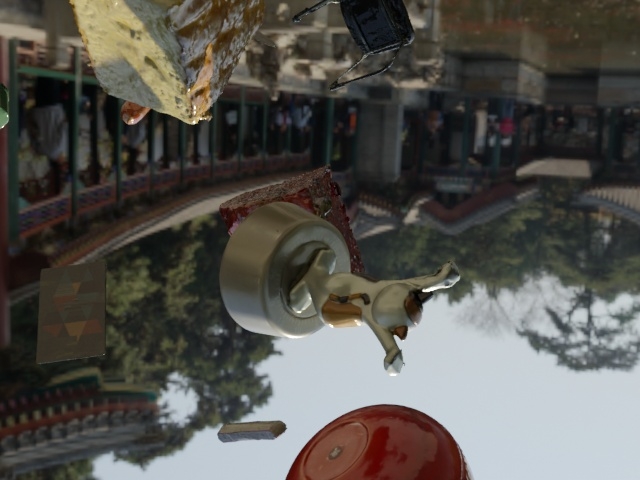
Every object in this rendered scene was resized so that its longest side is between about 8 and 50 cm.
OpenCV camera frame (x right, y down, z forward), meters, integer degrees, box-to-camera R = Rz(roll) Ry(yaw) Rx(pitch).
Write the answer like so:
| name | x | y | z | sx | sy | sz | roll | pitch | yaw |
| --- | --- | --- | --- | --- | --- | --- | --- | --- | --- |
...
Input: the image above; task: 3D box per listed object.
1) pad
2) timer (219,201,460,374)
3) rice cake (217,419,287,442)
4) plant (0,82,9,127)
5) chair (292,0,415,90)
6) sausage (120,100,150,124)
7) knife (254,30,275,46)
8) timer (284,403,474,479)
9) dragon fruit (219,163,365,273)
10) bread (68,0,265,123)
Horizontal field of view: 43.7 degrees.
| name | x | y | z | sx | sy | sz | roll | pitch | yaw |
| --- | --- | --- | --- | --- | --- | --- | --- | --- | --- |
| pad | -0.508 | 0.144 | 1.635 | 0.142 | 0.212 | 0.003 | -8 | 153 | -1 |
| timer | 0.024 | 0.061 | 0.960 | 0.175 | 0.175 | 0.266 | -6 | -164 | -43 |
| rice cake | -0.150 | 0.416 | 1.741 | 0.206 | 0.036 | 0.047 | -17 | -154 | 43 |
| plant | -0.403 | -0.181 | 0.961 | 0.051 | 0.051 | 0.102 | -3 | -128 | -32 |
| chair | 0.087 | -0.371 | 1.334 | 0.145 | 0.140 | 0.221 | -11 | -156 | 44 |
| sausage | -0.326 | -0.257 | 1.463 | 0.041 | 0.039 | 0.131 | 36 | -140 | -13 |
| knife | -0.128 | -0.388 | 1.493 | 0.023 | 0.010 | 0.170 | -34 | -135 | -15 |
| timer | 0.102 | 0.486 | 1.502 | 0.377 | 0.279 | 0.378 | -30 | -157 | 14 |
| dragon fruit | 0.000 | 0.000 | 1.505 | 0.240 | 0.330 | 0.302 | -45 | -165 | -11 |
| bread | -0.226 | -0.374 | 1.227 | 0.207 | 0.279 | 0.279 | 23 | 158 | 9 |
